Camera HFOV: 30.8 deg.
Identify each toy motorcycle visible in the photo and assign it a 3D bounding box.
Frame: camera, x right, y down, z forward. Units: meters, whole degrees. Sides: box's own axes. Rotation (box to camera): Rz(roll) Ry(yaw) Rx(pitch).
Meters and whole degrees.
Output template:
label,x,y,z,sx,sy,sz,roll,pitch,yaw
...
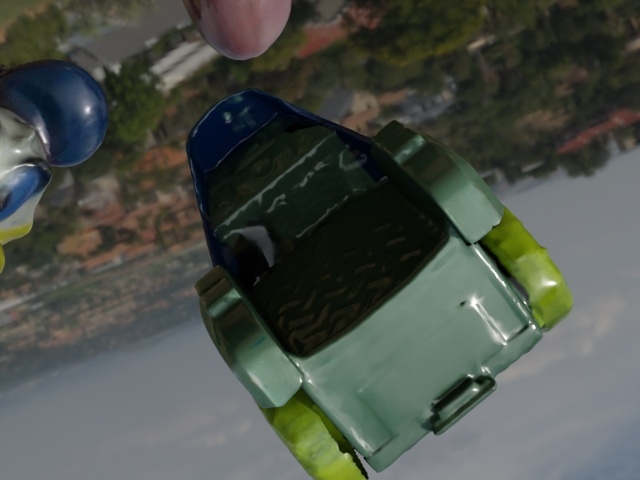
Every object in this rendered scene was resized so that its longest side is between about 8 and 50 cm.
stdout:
label,x,y,z,sx,sy,sz,roll,pitch,yaw
toy motorcycle,0.000,0.000,0.781,0.191,0.200,0.326,-40,-155,-2

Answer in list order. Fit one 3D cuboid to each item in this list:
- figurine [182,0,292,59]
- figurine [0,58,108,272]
label,x,y,z,sx,sy,sz,roll,pitch,yaw
figurine,-0.049,-0.297,0.841,0.211,0.261,0.270,-29,-154,2
figurine,-0.269,-0.007,0.606,0.338,0.205,0.283,-32,166,4
